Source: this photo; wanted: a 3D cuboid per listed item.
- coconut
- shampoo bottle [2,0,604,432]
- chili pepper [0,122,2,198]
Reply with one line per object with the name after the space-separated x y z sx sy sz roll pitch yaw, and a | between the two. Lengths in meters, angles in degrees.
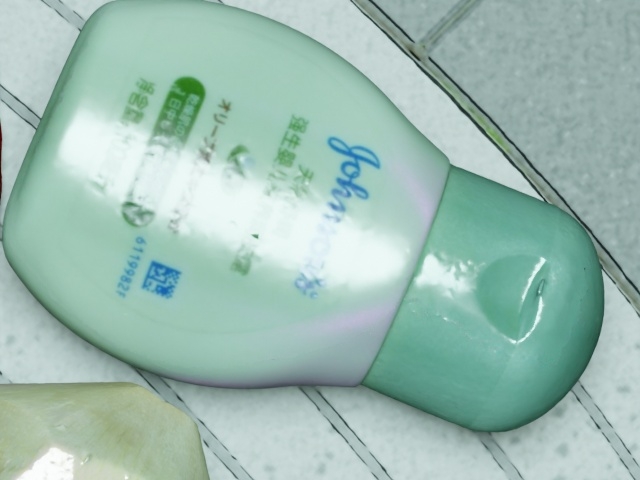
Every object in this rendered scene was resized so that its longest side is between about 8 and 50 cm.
-0.154 0.182 1.108 0.237 0.197 0.237 1 86 -16 | coconut
0.000 0.000 1.176 0.349 0.151 0.222 23 77 -3 | shampoo bottle
-0.223 -0.004 1.207 0.050 0.059 0.268 18 73 -42 | chili pepper
